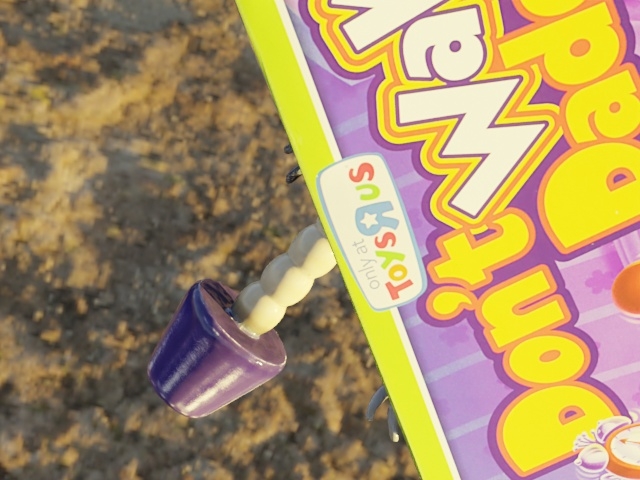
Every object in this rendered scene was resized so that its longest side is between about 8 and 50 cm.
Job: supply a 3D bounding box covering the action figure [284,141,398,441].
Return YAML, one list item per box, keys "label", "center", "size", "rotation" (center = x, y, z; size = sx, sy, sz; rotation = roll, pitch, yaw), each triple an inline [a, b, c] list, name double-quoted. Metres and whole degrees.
- label: "action figure"
  center: [0.087, 0.051, 0.618]
  size: [0.141, 0.164, 0.276]
  rotation: [-40, 88, -15]

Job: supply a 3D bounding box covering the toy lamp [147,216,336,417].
- label: "toy lamp"
  center: [0.000, 0.000, 0.775]
  size: [0.080, 0.275, 0.080]
  rotation: [41, 13, -12]

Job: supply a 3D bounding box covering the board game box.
- label: "board game box"
  center: [0.127, -0.003, 0.400]
  size: [0.233, 0.347, 0.078]
  rotation: [-19, 30, 4]
